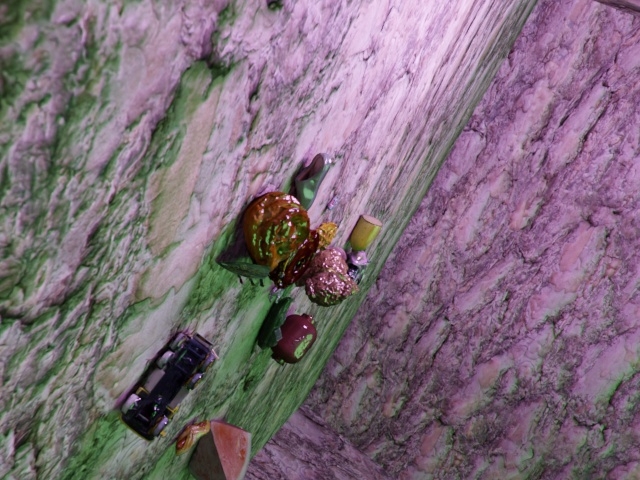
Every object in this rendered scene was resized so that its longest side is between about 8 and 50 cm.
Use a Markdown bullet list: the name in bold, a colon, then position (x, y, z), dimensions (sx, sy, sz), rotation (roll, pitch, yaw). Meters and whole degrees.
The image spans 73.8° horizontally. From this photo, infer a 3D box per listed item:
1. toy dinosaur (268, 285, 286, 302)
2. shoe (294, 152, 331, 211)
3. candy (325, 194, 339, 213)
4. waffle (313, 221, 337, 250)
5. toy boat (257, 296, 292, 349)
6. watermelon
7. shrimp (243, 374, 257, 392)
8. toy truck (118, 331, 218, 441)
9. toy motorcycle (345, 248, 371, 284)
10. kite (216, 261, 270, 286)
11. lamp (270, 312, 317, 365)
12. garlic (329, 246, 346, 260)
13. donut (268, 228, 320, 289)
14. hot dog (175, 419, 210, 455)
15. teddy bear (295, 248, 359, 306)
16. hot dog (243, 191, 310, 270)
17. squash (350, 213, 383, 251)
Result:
- **toy dinosaur**: position (-0.154, 0.185, 1.559), dimensions (0.082, 0.039, 0.209), rotation (-65, 173, 15)
- **shoe**: position (-0.043, -0.167, 1.210), dimensions (0.078, 0.079, 0.195), rotation (12, 124, -35)
- **candy**: position (0.043, -0.131, 1.570), dimensions (0.083, 0.020, 0.030), rotation (-54, 164, -16)
- **waffle**: position (0.003, 0.002, 1.652), dimensions (0.194, 0.051, 0.149), rotation (-32, 149, -55)
- **toy boat**: position (-0.172, 0.330, 1.698), dimensions (0.078, 0.085, 0.261), rotation (-20, 140, -62)
- **watermelon**: position (-0.411, 0.935, 1.872), dimensions (0.283, 0.250, 0.293), rotation (-50, 165, -40)
- **shrimp**: position (-0.329, 0.660, 1.975), dimensions (0.092, 0.029, 0.038), rotation (-56, 156, -21)
- **toy truck**: position (-0.387, 0.378, 1.131), dimensions (0.272, 0.124, 0.157), rotation (-54, 174, -19)
- **toy motorcycle**: position (0.192, 0.124, 2.259), dimensions (0.188, 0.143, 0.327), rotation (-63, 170, 19)
- **kite**: position (-0.199, 0.095, 1.167), dimensions (0.245, 0.141, 0.015), rotation (96, 3, -71)
- **lamp**: position (-0.116, 0.438, 1.902), dimensions (0.258, 0.180, 0.180), rotation (-50, 162, -18)
- **garlic**: position (0.057, 0.100, 1.896), dimensions (0.159, 0.102, 0.147), rotation (-30, 147, -58)
- **donut**: position (-0.095, 0.051, 1.396), dimensions (0.235, 0.089, 0.235), rotation (-51, 164, -21)
- **hot dog**: position (-0.479, 0.721, 1.588), dimensions (0.169, 0.078, 0.061), rotation (-38, 115, -50)
- **teddy bear**: position (0.021, 0.163, 1.575), dimensions (0.296, 0.246, 0.223), rotation (115, -10, -64)
- **hot dog**: position (-0.123, -0.009, 1.158), dimensions (0.196, 0.122, 0.272), rotation (-42, 157, -24)
- **squash**: position (0.212, -0.026, 2.074), dimensions (0.187, 0.123, 0.123), rotation (-62, 163, 15)
